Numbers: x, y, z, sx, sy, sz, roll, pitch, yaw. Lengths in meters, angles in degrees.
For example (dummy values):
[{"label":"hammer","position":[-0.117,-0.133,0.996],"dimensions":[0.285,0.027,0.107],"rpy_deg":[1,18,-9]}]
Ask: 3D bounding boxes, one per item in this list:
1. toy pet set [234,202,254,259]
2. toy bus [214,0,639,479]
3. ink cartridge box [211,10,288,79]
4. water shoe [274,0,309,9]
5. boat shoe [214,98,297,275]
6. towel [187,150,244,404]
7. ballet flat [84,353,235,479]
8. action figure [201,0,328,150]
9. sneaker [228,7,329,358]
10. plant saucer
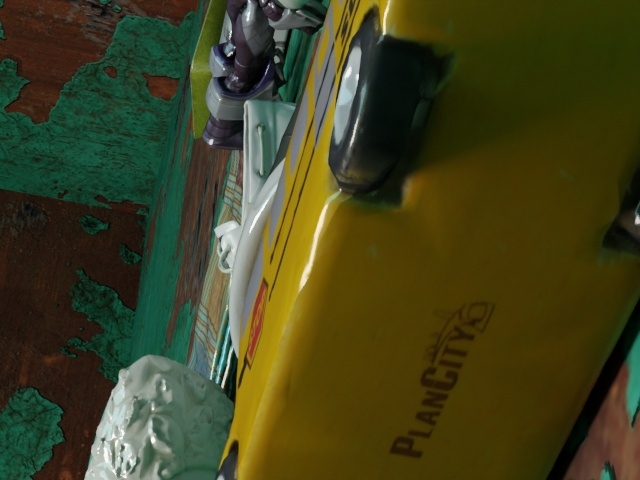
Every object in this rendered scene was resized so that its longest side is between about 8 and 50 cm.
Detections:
[{"label":"toy pet set","position":[0.000,0.000,0.880],"dimensions":[0.114,0.065,0.122],"rpy_deg":[30,-110,-64]},{"label":"toy bus","position":[0.041,-0.006,0.451],"dimensions":[0.130,0.108,0.332],"rpy_deg":[-93,16,-53]},{"label":"ink cartridge box","position":[-0.071,-0.212,1.405],"dimensions":[0.109,0.063,0.150],"rpy_deg":[-100,22,-65]},{"label":"water shoe","position":[0.010,-0.246,1.034],"dimensions":[0.080,0.073,0.203],"rpy_deg":[-25,30,29]},{"label":"boat shoe","position":[-0.043,0.004,0.994],"dimensions":[0.083,0.076,0.226],"rpy_deg":[130,149,-71]},{"label":"towel","position":[-0.104,0.078,1.363],"dimensions":[0.271,0.040,0.370],"rpy_deg":[-128,49,-76]},{"label":"ballet flat","position":[-0.114,0.297,1.035],"dimensions":[0.147,0.147,0.409],"rpy_deg":[-133,51,-77]},{"label":"action figure","position":[-0.059,-0.218,1.184],"dimensions":[0.285,0.099,0.185],"rpy_deg":[98,159,-48]},{"label":"sneaker","position":[0.038,-0.073,0.578],"dimensions":[0.147,0.104,0.295],"rpy_deg":[-92,22,-57]},{"label":"plant saucer","position":[-0.106,-0.233,1.574],"dimensions":[0.188,0.045,0.188],"rpy_deg":[99,-176,-69]}]
